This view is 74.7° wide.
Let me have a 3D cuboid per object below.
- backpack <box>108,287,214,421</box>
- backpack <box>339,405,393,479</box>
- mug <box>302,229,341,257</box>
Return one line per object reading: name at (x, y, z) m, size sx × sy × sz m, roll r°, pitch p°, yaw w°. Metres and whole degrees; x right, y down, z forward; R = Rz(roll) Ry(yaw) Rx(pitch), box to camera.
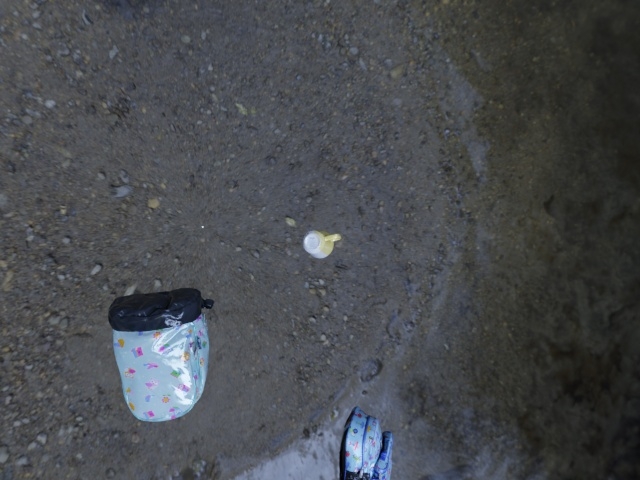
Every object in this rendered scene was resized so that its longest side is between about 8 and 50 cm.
backpack at (-0.239, 0.173, 0.636) m, size 0.151 × 0.115 × 0.182 m, roll -4°, pitch 104°, yaw 0°
backpack at (0.108, 0.494, 0.994) m, size 0.116 × 0.158 × 0.173 m, roll 4°, pitch 102°, yaw 17°
mug at (-0.004, -0.001, 0.886) m, size 0.062 × 0.064 × 0.078 m, roll 43°, pitch 96°, yaw 14°
